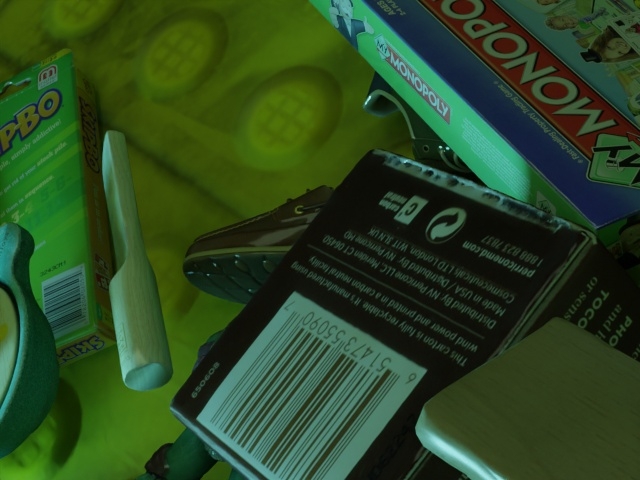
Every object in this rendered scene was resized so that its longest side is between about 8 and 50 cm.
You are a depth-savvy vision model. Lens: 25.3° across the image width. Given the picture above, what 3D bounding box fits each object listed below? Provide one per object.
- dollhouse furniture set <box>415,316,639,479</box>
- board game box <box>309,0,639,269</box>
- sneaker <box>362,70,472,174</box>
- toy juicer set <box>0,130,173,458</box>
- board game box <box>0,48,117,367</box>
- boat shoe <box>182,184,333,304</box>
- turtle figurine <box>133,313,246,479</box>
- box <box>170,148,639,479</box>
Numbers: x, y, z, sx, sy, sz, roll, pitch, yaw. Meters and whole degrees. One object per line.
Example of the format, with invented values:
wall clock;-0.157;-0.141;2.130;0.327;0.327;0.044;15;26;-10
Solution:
dollhouse furniture set;0.167;0.221;0.491;0.394;0.362;0.256;-31;42;-30
board game box;0.149;-0.121;0.833;0.213;0.046;0.317;-21;47;-20
sneaker;0.100;-0.066;0.883;0.086;0.064;0.192;-53;54;11
toy juicer set;-0.200;0.101;0.864;0.329;0.089;0.209;-53;42;12
board game box;-0.215;-0.017;1.040;0.124;0.039;0.259;-24;56;17
boat shoe;0.000;0.000;0.896;0.178;0.064;0.060;-8;53;18
turtle figurine;-0.027;0.096;0.821;0.175;0.118;0.234;33;89;44
box;0.075;0.093;0.680;0.167;0.203;0.168;-52;36;-8
